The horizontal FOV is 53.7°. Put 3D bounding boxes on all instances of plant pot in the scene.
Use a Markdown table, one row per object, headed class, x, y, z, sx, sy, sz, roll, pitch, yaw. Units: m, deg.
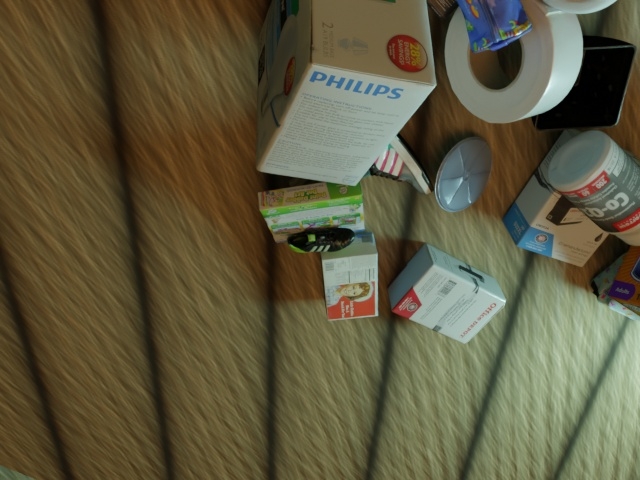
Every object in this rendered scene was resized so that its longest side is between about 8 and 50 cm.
| class | x | y | z | sx | sy | sz | roll | pitch | yaw |
| --- | --- | --- | --- | --- | --- | --- | --- | --- | --- |
| plant pot | 0.567 | -0.373 | 1.430 | 0.188 | 0.167 | 0.187 | -3 | 126 | 0 |

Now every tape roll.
| class | x | y | z | sx | sy | sz | roll | pitch | yaw |
| --- | --- | --- | --- | --- | --- | --- | --- | --- | --- |
| tape roll | 0.398 | -0.395 | 1.329 | 0.100 | 0.286 | 0.286 | -19 | 133 | -31 |

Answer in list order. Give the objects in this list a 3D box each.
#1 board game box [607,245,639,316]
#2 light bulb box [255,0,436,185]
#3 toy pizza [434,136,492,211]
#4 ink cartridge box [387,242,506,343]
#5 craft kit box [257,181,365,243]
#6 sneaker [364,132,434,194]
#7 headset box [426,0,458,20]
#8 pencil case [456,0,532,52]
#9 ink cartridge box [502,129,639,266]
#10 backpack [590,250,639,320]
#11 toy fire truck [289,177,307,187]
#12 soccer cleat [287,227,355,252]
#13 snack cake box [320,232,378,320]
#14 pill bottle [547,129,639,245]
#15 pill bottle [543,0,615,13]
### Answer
| class | x | y | z | sx | sy | sz | roll | pitch | yaw |
| --- | --- | --- | --- | --- | --- | --- | --- | --- | --- |
| board game box | 1.047 | 0.091 | 1.597 | 0.356 | 0.356 | 0.356 | 29 | 87 | -22 |
| light bulb box | 0.026 | -0.351 | 1.210 | 0.225 | 0.358 | 0.361 | 6 | 156 | -17 |
| toy pizza | 0.360 | -0.169 | 1.607 | 0.201 | 0.032 | 0.201 | -19 | 124 | -30 |
| ink cartridge box | 0.364 | 0.158 | 1.834 | 0.273 | 0.114 | 0.197 | 26 | 119 | -19 |
| craft kit box | -0.015 | -0.071 | 1.608 | 0.250 | 0.061 | 0.246 | -8 | 163 | 2 |
| sneaker | 0.138 | -0.185 | 1.566 | 0.178 | 0.124 | 0.295 | -36 | 116 | 18 |
| headset box | 0.259 | -0.635 | 1.244 | 0.246 | 0.131 | 0.283 | 37 | 116 | -25 |
| pencil case | 0.279 | -0.494 | 1.157 | 0.119 | 0.133 | 0.306 | -16 | 116 | 37 |
| ink cartridge box | 0.664 | -0.106 | 1.651 | 0.223 | 0.129 | 0.307 | 17 | 123 | -15 |
| backpack | 0.909 | 0.127 | 1.829 | 0.166 | 0.144 | 0.188 | 24 | 118 | -13 |
| toy fire truck | -0.043 | -0.171 | 1.614 | 0.192 | 0.047 | 0.135 | 7 | 126 | -7 |
| soccer cleat | 0.000 | 0.000 | 1.643 | 0.179 | 0.060 | 0.072 | -9 | 165 | 15 |
| snack cake box | 0.082 | 0.106 | 1.775 | 0.152 | 0.089 | 0.264 | -6 | 134 | -2 |
| pill bottle | 0.678 | -0.114 | 1.468 | 0.283 | 0.161 | 0.161 | 33 | 118 | -23 |
| pill bottle | 0.517 | -0.590 | 1.170 | 0.181 | 0.323 | 0.181 | 24 | 158 | 11 |
